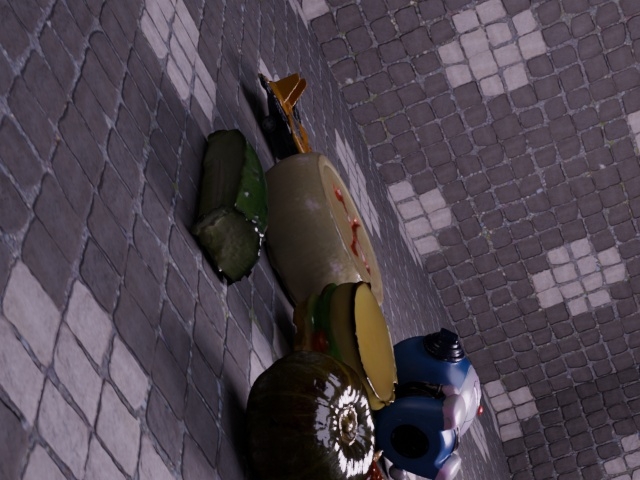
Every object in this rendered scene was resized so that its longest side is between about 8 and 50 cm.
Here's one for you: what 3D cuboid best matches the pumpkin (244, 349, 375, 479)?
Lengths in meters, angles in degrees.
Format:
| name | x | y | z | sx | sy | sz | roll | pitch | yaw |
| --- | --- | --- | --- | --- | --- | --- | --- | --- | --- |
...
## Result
| name | x | y | z | sx | sy | sz | roll | pitch | yaw |
| --- | --- | --- | --- | --- | --- | --- | --- | --- | --- |
| pumpkin | -0.025 | 0.257 | 1.528 | 0.219 | 0.162 | 0.219 | 12 | 76 | -56 |

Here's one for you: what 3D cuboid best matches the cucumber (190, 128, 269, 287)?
| name | x | y | z | sx | sy | sz | roll | pitch | yaw |
| --- | --- | --- | --- | --- | --- | --- | --- | --- | --- |
| cucumber | -0.129 | -0.073 | 1.750 | 0.325 | 0.105 | 0.145 | -98 | 162 | -59 |

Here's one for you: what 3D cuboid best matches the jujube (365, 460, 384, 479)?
| name | x | y | z | sx | sy | sz | roll | pitch | yaw |
| --- | --- | --- | --- | --- | --- | --- | --- | --- | --- |
| jujube | 0.048 | 0.409 | 1.702 | 0.112 | 0.109 | 0.176 | 24 | 40 | -19 |

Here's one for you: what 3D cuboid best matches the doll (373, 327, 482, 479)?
| name | x | y | z | sx | sy | sz | roll | pitch | yaw |
| --- | --- | --- | --- | --- | --- | --- | --- | --- | --- |
| doll | 0.215 | 0.333 | 2.303 | 0.310 | 0.240 | 0.284 | -54 | 164 | -61 |

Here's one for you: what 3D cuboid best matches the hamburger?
| name | x | y | z | sx | sy | sz | roll | pitch | yaw |
| --- | --- | --- | --- | --- | --- | --- | --- | --- | --- |
| hamburger | 0.030 | 0.185 | 1.897 | 0.237 | 0.149 | 0.237 | -15 | 90 | -71 |

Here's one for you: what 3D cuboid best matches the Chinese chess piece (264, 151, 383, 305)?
| name | x | y | z | sx | sy | sz | roll | pitch | yaw |
| --- | --- | --- | --- | --- | --- | --- | --- | --- | --- |
| Chinese chess piece | 0.000 | 0.000 | 2.107 | 0.338 | 0.140 | 0.338 | -21 | 90 | -79 |

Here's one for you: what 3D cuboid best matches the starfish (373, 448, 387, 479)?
| name | x | y | z | sx | sy | sz | roll | pitch | yaw |
| --- | --- | --- | --- | --- | --- | --- | --- | --- | --- |
| starfish | 0.101 | 0.430 | 2.042 | 0.247 | 0.050 | 0.138 | 74 | 1 | -63 |

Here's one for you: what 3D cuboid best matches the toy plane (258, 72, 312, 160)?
| name | x | y | z | sx | sy | sz | roll | pitch | yaw |
| --- | --- | --- | --- | --- | --- | --- | --- | --- | --- |
| toy plane | -0.053 | -0.189 | 2.332 | 0.204 | 0.103 | 0.316 | 16 | 61 | -73 |
